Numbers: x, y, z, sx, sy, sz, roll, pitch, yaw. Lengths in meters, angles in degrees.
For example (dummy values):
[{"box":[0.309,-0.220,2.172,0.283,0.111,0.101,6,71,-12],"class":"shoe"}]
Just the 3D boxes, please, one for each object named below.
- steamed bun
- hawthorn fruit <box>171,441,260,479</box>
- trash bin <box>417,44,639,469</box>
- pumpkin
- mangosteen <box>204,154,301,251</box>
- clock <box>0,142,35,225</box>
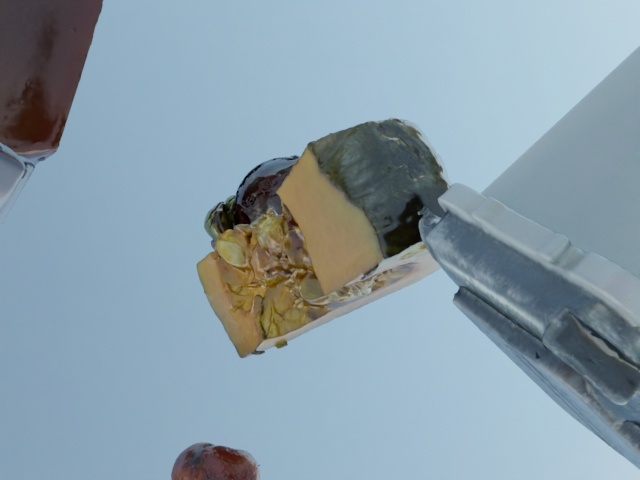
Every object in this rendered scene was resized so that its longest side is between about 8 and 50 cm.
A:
[{"box":[-0.432,-0.285,1.277,0.248,0.235,0.379,17,-100,-24],"class":"steamed bun"},{"box":[-0.099,0.236,0.970,0.093,0.093,0.093,10,-106,-40],"class":"hawthorn fruit"},{"box":[0.279,-0.034,0.694,0.256,0.296,0.368,42,-91,-26],"class":"trash bin"},{"box":[0.000,0.001,0.964,0.139,0.280,0.190,64,-177,15],"class":"pumpkin"},{"box":[-0.055,-0.021,1.275,0.166,0.180,0.166,-16,-90,-85],"class":"mangosteen"},{"box":[-0.246,0.004,0.426,0.186,0.083,0.253,-61,-24,-2],"class":"clock"}]
